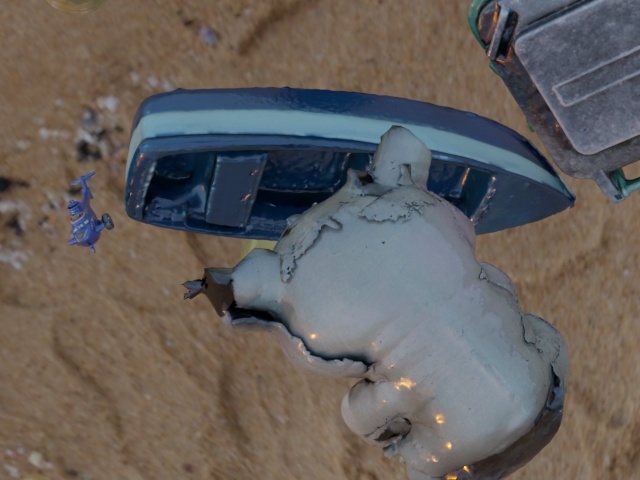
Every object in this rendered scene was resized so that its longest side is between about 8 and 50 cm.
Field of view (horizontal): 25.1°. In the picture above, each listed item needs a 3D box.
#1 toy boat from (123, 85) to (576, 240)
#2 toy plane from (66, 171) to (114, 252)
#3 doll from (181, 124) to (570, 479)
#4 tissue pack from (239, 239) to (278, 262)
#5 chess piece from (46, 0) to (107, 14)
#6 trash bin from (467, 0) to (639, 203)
[{"bbox_3d":[0.023,-0.048,0.924,0.299,0.096,0.062,3,50,-17],"label":"toy boat"},{"bbox_3d":[-0.291,-0.038,1.781,0.054,0.062,0.167,-26,25,5],"label":"toy plane"},{"bbox_3d":[0.044,0.043,0.752,0.149,0.095,0.192,-44,90,-10],"label":"doll"},{"bbox_3d":[0.000,0.000,1.594,0.159,0.234,0.125,13,55,-7],"label":"tissue pack"},{"bbox_3d":[-0.261,-0.293,1.531,0.090,0.200,0.090,0,93,-9],"label":"chess piece"},{"bbox_3d":[0.353,-0.268,1.637,0.259,0.295,0.381,-23,27,28],"label":"trash bin"}]
